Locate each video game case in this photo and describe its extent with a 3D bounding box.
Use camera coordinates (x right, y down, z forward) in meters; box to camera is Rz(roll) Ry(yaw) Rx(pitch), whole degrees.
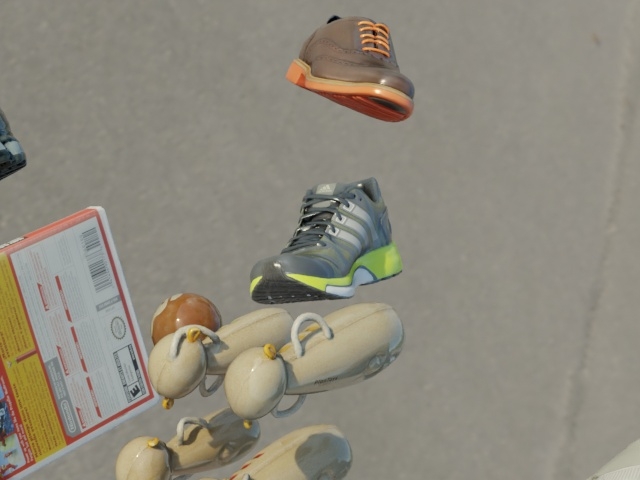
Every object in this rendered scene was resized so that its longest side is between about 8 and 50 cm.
[{"bbox_3d":[-0.282,0.111,1.480,0.285,0.025,0.204,-27,109,-41],"label":"video game case"}]

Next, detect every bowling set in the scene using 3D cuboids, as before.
[{"bbox_3d":[-0.084,0.130,1.139,0.200,0.287,0.154,33,32,31],"label":"bowling set"}]

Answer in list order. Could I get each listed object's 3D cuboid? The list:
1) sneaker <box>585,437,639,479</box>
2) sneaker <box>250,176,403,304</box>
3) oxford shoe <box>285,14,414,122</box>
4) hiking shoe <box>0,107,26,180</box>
[{"bbox_3d":[0.164,0.171,0.848,0.105,0.281,0.115,56,-5,-9],"label":"sneaker"},{"bbox_3d":[0.000,0.000,1.824,0.300,0.111,0.121,-23,106,-68],"label":"sneaker"},{"bbox_3d":[0.037,-0.189,1.723,0.097,0.098,0.271,22,5,-24],"label":"oxford shoe"},{"bbox_3d":[-0.450,-0.137,1.775,0.304,0.113,0.132,19,45,-63],"label":"hiking shoe"}]
